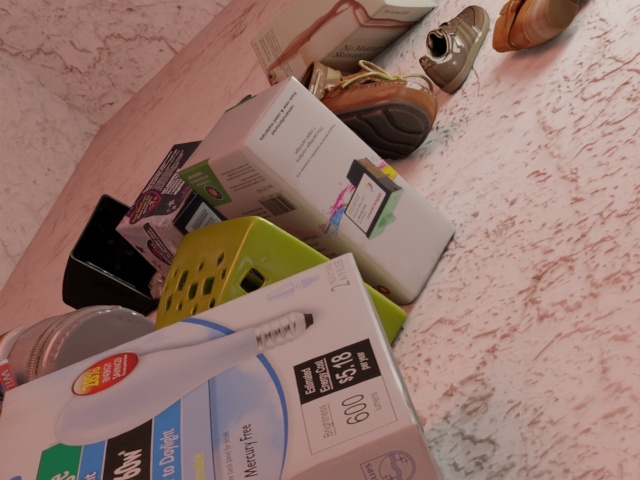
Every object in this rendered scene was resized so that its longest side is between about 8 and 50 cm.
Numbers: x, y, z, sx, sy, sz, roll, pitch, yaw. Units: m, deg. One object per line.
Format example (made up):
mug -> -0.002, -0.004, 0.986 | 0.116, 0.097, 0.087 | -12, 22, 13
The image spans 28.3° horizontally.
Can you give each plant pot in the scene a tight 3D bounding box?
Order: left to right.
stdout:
plant pot -> -0.393, 0.060, 2.438 | 0.167, 0.188, 0.187 | -53, 13, 42
plant pot -> -0.076, 0.122, 1.474 | 0.228, 0.227, 0.207 | -11, 50, 63

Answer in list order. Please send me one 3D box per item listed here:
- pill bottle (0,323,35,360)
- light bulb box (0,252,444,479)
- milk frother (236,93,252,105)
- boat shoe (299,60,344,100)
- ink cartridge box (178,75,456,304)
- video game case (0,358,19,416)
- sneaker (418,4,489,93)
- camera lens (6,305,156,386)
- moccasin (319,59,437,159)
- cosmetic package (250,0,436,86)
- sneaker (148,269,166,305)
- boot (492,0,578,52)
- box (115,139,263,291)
pill bottle -> -0.644, 0.268, 2.659 | 0.272, 0.152, 0.152 | -22, 35, 56
light bulb box -> -0.079, 0.226, 1.063 | 0.361, 0.225, 0.358 | -22, 21, 1
milk frother -> -0.115, -0.156, 2.225 | 0.129, 0.135, 0.143 | -44, 20, 24
boat shoe -> -0.053, -0.162, 2.116 | 0.123, 0.116, 0.324 | -19, 36, 59
ink cartridge box -> -0.005, -0.046, 1.527 | 0.117, 0.278, 0.201 | -55, 18, -22
video game case -> -0.465, 0.323, 1.963 | 0.025, 0.285, 0.204 | -24, 4, -29
sneaker -> 0.195, -0.298, 1.854 | 0.066, 0.071, 0.188 | -35, 25, 41
camera lens -> -0.358, 0.216, 1.962 | 0.219, 0.219, 0.274 | -59, 20, -22
moccasin -> 0.076, -0.195, 1.869 | 0.147, 0.139, 0.380 | -64, 11, -8
cosmetic package -> 0.037, -0.376, 2.208 | 0.153, 0.129, 0.296 | -10, -21, -47
sneaker -> -0.252, 0.069, 2.233 | 0.132, 0.086, 0.228 | -54, 7, 7
boot -> 0.304, -0.336, 1.672 | 0.197, 0.073, 0.152 | -54, 14, -17
box -> -0.125, 0.004, 1.721 | 0.142, 0.247, 0.163 | -4, 47, 49
